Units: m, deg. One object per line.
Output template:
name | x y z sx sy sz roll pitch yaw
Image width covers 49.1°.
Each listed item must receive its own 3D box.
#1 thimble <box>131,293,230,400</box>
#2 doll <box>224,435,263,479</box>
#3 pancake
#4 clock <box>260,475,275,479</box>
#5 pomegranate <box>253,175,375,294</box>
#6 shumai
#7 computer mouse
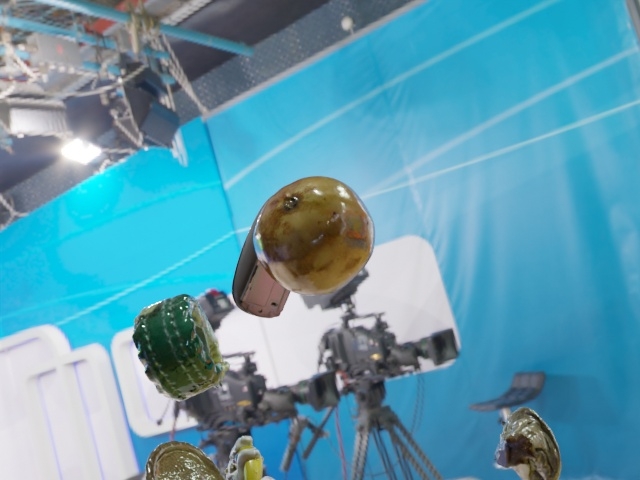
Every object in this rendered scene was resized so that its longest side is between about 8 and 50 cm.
thimble | -0.361 0.285 1.831 0.167 0.254 0.288 -24 -51 1
doll | -0.231 0.716 2.063 0.111 0.252 0.237 13 16 -24
pancake | -0.256 0.470 1.359 0.021 0.199 0.199 -51 -20 20
clock | -0.105 0.598 1.126 0.376 0.368 0.250 -41 -24 -44
pomegranate | 0.000 0.000 1.472 0.252 0.229 0.270 -49 -43 -3
shumai | 0.476 0.505 1.664 0.120 0.201 0.201 -9 -8 -21
computer mouse | -0.108 0.034 1.682 0.158 0.310 0.072 20 2 -33
